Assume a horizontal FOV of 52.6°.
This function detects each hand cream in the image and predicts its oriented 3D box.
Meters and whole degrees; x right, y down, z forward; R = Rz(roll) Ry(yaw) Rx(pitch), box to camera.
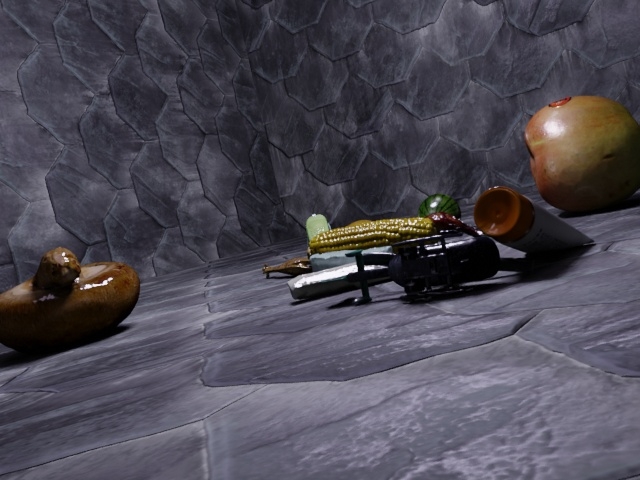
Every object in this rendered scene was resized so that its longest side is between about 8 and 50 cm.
[{"bbox_3d":[0.387,-0.016,1.170,0.139,0.089,0.314,-9,-19,34],"label":"hand cream"}]

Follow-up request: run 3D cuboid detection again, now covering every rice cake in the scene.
[{"bbox_3d":[0.068,0.057,1.585,0.062,0.066,0.336,-15,3,-28],"label":"rice cake"},{"bbox_3d":[0.058,0.078,1.378,0.256,0.052,0.057,-13,6,-8],"label":"rice cake"}]

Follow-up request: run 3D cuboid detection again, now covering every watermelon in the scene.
[{"bbox_3d":[0.386,-0.081,2.097,0.140,0.141,0.187,-12,3,20],"label":"watermelon"}]

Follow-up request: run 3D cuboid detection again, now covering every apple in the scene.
[{"bbox_3d":[0.750,-0.248,1.828,0.304,0.339,0.338,-16,2,17],"label":"apple"}]

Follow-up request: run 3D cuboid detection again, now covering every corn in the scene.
[{"bbox_3d":[0.136,0.008,1.754,0.362,0.121,0.120,-9,4,13],"label":"corn"}]

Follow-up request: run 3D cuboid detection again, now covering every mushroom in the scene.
[{"bbox_3d":[-0.613,0.152,1.548,0.344,0.239,0.345,3,-11,1],"label":"mushroom"}]

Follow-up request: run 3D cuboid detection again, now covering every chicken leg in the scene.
[{"bbox_3d":[0.341,-0.029,1.761,0.253,0.106,0.051,-2,38,47],"label":"chicken leg"}]

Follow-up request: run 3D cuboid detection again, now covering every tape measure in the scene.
[{"bbox_3d":[0.000,0.000,2.065,0.087,0.154,0.178,-16,33,4],"label":"tape measure"}]

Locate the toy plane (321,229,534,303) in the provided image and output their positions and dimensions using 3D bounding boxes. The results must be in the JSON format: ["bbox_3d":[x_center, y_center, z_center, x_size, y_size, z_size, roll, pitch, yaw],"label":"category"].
[{"bbox_3d":[0.164,0.049,1.131,0.381,0.107,0.155,-12,-3,28],"label":"toy plane"}]

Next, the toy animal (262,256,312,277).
[{"bbox_3d":[-0.077,0.078,1.931,0.275,0.054,0.149,-12,1,27],"label":"toy animal"}]

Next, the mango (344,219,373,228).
[{"bbox_3d":[0.122,-0.001,1.993,0.138,0.113,0.253,-17,-3,-10],"label":"mango"}]
